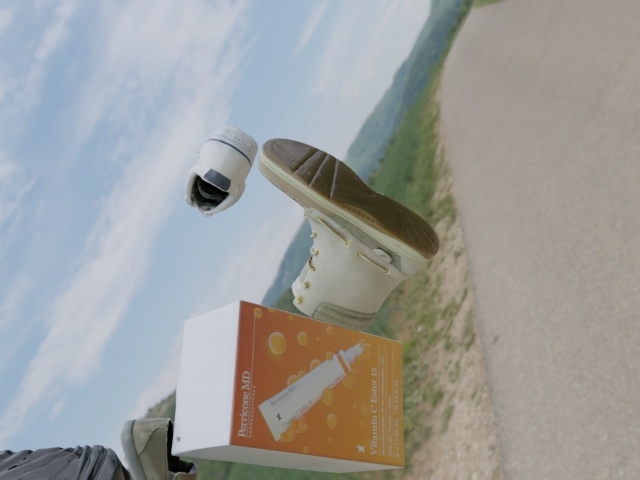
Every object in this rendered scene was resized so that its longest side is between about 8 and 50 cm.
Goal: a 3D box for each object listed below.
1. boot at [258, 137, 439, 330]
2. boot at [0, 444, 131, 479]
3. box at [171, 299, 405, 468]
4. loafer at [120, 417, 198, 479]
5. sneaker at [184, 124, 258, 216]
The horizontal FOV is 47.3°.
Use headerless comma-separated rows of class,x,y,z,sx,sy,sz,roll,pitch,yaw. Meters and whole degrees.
boot,0.000,0.000,0.800,0.165,0.213,0.077,-54,5,39
boot,-0.227,0.260,0.572,0.094,0.246,0.207,-72,-28,-58
box,-0.042,0.249,1.183,0.168,0.345,0.215,-24,56,46
loafer,-0.234,0.394,1.154,0.087,0.251,0.094,-22,1,1
sneaker,-0.158,-0.080,1.035,0.091,0.094,0.258,-60,4,-19
